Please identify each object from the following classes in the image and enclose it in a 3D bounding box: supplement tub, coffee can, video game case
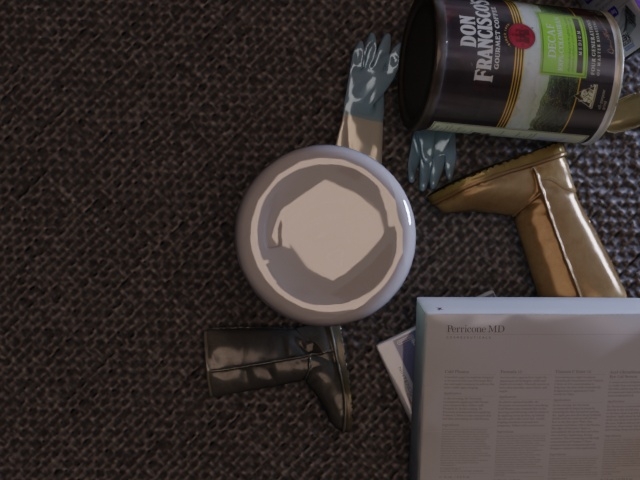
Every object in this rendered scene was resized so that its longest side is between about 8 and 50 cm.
[{"bbox_3d":[0.000,0.000,1.623,0.235,0.325,0.235,0,87,-3],"label":"supplement tub"},{"bbox_3d":[0.270,-0.249,1.692,0.275,0.201,0.201,4,87,-12],"label":"coffee can"},{"bbox_3d":[0.211,0.199,1.774,0.201,0.023,0.183,-25,89,-4],"label":"video game case"}]

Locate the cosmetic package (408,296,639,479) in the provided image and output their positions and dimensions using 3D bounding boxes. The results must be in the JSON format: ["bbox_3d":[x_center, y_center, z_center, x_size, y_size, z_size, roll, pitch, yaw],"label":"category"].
[{"bbox_3d":[0.325,0.229,1.703,0.377,0.097,0.284,1,105,-5],"label":"cosmetic package"}]

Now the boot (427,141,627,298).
[{"bbox_3d":[0.315,0.009,1.758,0.236,0.089,0.269,-20,90,-2],"label":"boot"}]

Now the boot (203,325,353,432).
[{"bbox_3d":[-0.063,0.209,1.736,0.209,0.076,0.189,-8,73,-10],"label":"boot"}]

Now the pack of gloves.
[{"bbox_3d":[0.125,-0.197,1.791,0.195,0.046,0.232,11,90,-13],"label":"pack of gloves"}]

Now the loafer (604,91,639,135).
[{"bbox_3d":[0.492,-0.205,1.793,0.148,0.050,0.056,-22,88,-4],"label":"loafer"}]

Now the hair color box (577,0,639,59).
[{"bbox_3d":[0.424,-0.447,1.735,0.110,0.185,0.338,-29,89,-5],"label":"hair color box"}]
